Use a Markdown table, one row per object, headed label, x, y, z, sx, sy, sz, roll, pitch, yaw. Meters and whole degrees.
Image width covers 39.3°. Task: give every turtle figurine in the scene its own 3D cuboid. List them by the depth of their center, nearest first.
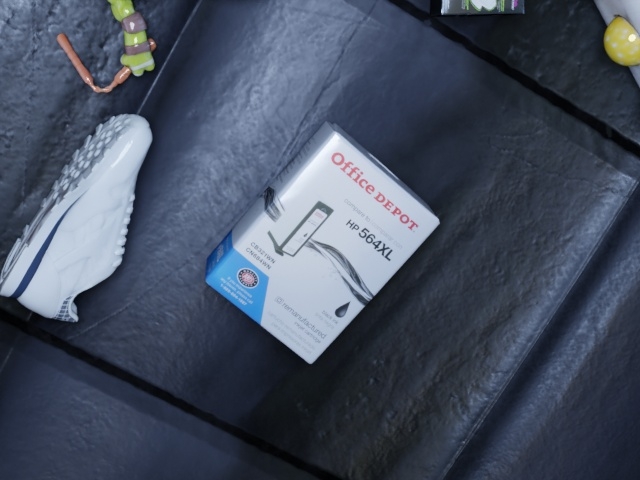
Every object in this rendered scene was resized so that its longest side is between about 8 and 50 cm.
| label | x | y | z | sx | sy | sz | roll | pitch | yaw |
| --- | --- | --- | --- | --- | --- | --- | --- | --- | --- |
| turtle figurine | -0.168 | -0.285 | 0.847 | 0.217 | 0.087 | 0.269 | -11 | 104 | -2 |

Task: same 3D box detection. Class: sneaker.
| label | x | y | z | sx | sy | sz | roll | pitch | yaw |
| --- | --- | --- | --- | --- | --- | --- | --- | --- | --- |
| sneaker | -0.233 | -0.023 | 0.919 | 0.095 | 0.090 | 0.235 | 32 | 103 | -24 |

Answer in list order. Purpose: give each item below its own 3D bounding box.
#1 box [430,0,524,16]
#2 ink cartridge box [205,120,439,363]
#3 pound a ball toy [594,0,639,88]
| label | x | y | z | sx | sy | sz | roll | pitch | yaw |
| --- | --- | --- | --- | --- | --- | --- | --- | --- | --- |
| box | 0.156 | -0.251 | 0.895 | 0.083 | 0.062 | 0.052 | -1 | 102 | -4 |
| ink cartridge box | 0.000 | 0.000 | 0.933 | 0.148 | 0.086 | 0.203 | 39 | 99 | -12 |
| pound a ball toy | 0.333 | -0.231 | 0.840 | 0.135 | 0.208 | 0.319 | -33 | 105 | 4 |
